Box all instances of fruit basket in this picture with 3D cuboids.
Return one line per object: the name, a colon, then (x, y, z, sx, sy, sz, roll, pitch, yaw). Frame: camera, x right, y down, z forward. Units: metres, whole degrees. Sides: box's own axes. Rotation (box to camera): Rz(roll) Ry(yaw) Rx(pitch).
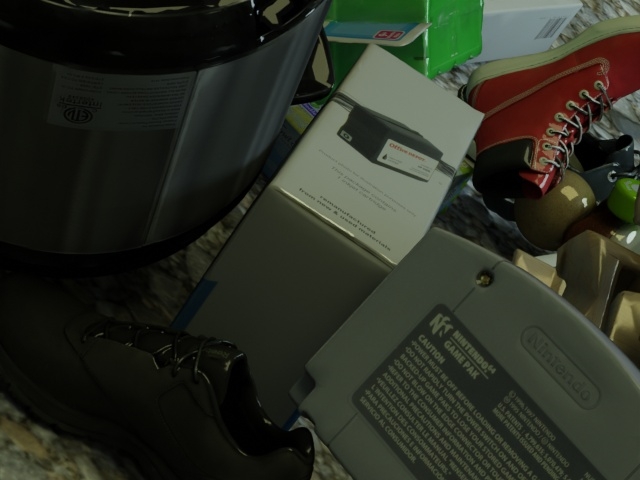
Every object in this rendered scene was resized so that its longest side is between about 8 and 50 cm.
fruit basket: (-0.027, -0.243, 1.745, 0.353, 0.165, 0.327, 13, 18, 20)

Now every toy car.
toy car: (0.260, -0.031, 1.862, 0.188, 0.155, 0.149, 34, 29, 22)

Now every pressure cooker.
pressure cooker: (-0.190, -0.176, 1.342, 0.370, 0.420, 0.375, 33, 56, 6)

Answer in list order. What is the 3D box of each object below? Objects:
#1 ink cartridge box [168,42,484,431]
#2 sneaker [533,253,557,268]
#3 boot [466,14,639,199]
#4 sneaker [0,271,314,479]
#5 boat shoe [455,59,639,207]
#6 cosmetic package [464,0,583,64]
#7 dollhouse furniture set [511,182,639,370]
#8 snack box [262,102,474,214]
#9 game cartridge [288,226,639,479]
ink cartridge box: (0.000, 0.000, 1.480, 0.129, 0.223, 0.307, 34, 31, -1)
sneaker: (0.276, 0.094, 1.717, 0.321, 0.126, 0.127, 3, 53, -34)
boot: (0.266, -0.124, 1.784, 0.088, 0.244, 0.176, 54, 26, -41)
sneaker: (-0.120, 0.105, 1.315, 0.286, 0.130, 0.109, 37, 33, 4)
boat shoe: (0.300, -0.082, 1.984, 0.340, 0.113, 0.127, 38, 31, 4)
cosmetic package: (0.112, -0.339, 2.162, 0.284, 0.097, 0.377, 50, 34, 19)
dollhouse furniture set: (0.269, 0.176, 1.401, 0.256, 0.362, 0.394, 27, 60, -12)
snack box: (0.031, -0.091, 1.779, 0.174, 0.070, 0.207, 46, 31, 18)
game cartridge: (0.129, 0.138, 1.220, 0.297, 0.198, 0.062, 48, 7, 30)
